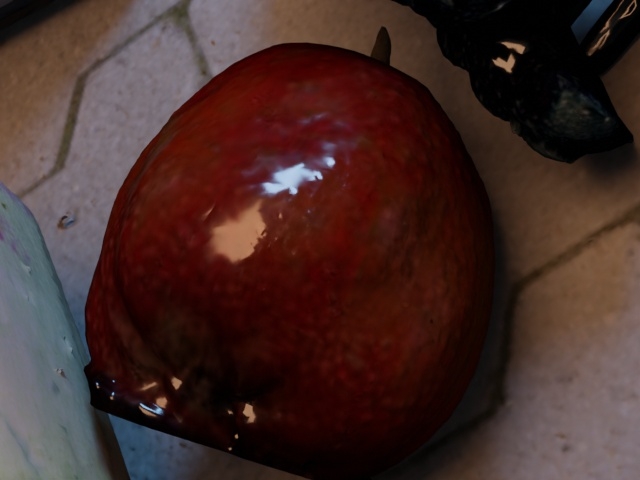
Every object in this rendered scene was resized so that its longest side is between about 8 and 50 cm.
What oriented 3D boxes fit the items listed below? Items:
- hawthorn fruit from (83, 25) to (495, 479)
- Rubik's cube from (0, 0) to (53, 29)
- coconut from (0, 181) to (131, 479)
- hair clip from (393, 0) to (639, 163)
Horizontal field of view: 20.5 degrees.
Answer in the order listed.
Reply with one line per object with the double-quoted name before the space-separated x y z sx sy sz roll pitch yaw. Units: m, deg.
"hawthorn fruit" 0.000 0.000 0.828 0.189 0.189 0.251 7 54 35
"Rubik's cube" -0.317 -0.285 1.063 0.310 0.307 0.305 -23 60 25
"coconut" -0.254 0.088 0.863 0.297 0.297 0.309 -37 55 14
"hair clip" 0.052 -0.179 0.840 0.194 0.206 0.310 -50 52 5
